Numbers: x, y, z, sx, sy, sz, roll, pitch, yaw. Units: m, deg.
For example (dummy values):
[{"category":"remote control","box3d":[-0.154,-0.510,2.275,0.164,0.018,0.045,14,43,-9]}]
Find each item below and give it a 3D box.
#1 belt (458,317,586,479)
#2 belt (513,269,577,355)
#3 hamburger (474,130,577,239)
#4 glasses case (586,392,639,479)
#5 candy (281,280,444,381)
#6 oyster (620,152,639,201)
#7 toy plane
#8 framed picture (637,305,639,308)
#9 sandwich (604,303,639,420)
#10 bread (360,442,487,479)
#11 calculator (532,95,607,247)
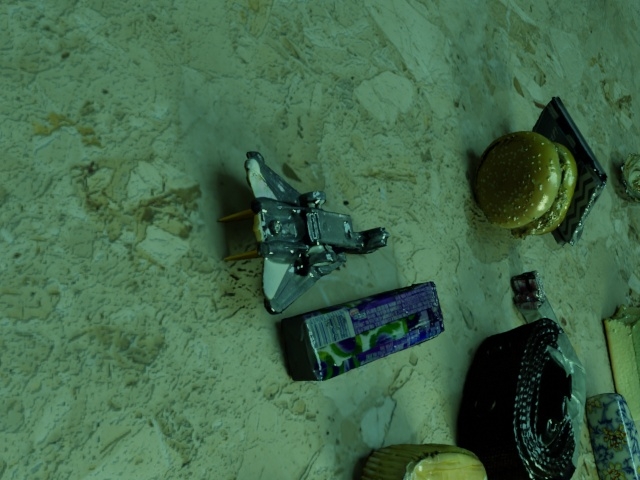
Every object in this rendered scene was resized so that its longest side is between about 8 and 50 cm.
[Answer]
[{"category":"belt","box3d":[0.336,0.263,1.522,0.184,0.164,0.289,37,51,-26]},{"category":"belt","box3d":[0.412,0.166,1.735,0.071,0.053,0.232,-42,111,-47]},{"category":"hamburger","box3d":[0.351,-0.093,1.655,0.117,0.181,0.191,9,79,-32]},{"category":"glasses case","box3d":[0.569,0.414,1.814,0.065,0.087,0.248,-6,83,-38]},{"category":"candy","box3d":[0.065,0.123,1.321,0.312,0.061,0.088,-10,87,-51]},{"category":"oyster","box3d":[0.742,-0.142,2.238,0.177,0.056,0.106,11,81,-48]},{"category":"toy plane","box3d":[0.010,-0.003,1.262,0.316,0.103,0.204,4,74,-50]},{"category":"framed picture","box3d":[0.820,0.312,2.207,0.247,0.022,0.335,3,75,-50]},{"category":"sandwich","box3d":[0.665,0.236,1.975,0.186,0.108,0.220,58,44,-20]},{"category":"bread","box3d":[0.137,0.343,1.299,0.190,0.114,0.132,11,79,-39]},{"category":"calculator","box3d":[0.430,-0.127,1.718,0.028,0.166,0.274,6,39,-16]}]
